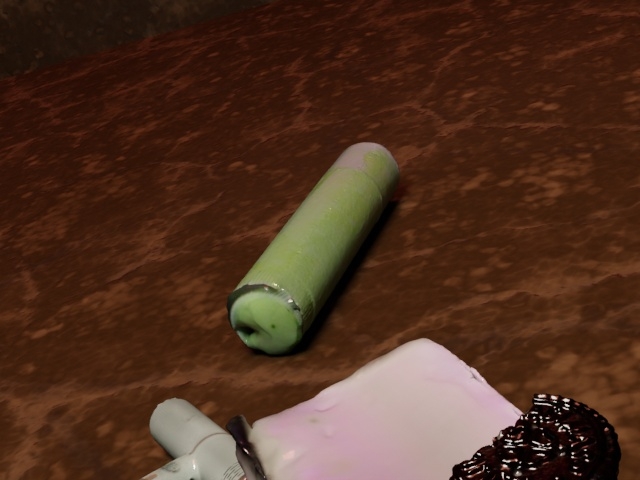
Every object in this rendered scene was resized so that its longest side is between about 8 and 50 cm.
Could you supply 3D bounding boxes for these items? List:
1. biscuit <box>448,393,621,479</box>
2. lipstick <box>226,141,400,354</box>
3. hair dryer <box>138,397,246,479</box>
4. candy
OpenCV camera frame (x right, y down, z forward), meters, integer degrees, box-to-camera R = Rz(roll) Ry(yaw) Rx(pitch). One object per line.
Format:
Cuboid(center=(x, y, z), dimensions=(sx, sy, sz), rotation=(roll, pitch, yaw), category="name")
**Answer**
Cuboid(center=(0.102, 0.109, 0.572), dimensions=(0.087, 0.027, 0.089), rotation=(-15, 29, 1), category="biscuit")
Cuboid(center=(0.000, 0.000, 1.116), dimensions=(0.076, 0.076, 0.304), rotation=(-7, 25, 25), category="lipstick")
Cuboid(center=(-0.139, 0.178, 0.833), dimensions=(0.183, 0.044, 0.155), rotation=(-19, 19, -24), category="hair dryer")
Cuboid(center=(0.064, 0.164, 0.650), dimensions=(0.155, 0.116, 0.265), rotation=(-24, 23, -14), category="candy")
